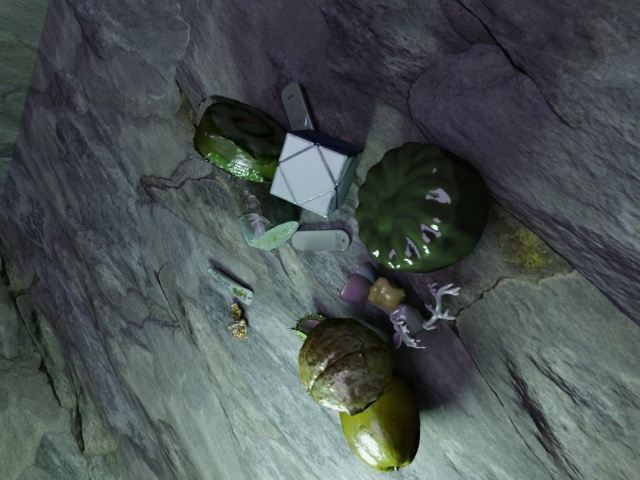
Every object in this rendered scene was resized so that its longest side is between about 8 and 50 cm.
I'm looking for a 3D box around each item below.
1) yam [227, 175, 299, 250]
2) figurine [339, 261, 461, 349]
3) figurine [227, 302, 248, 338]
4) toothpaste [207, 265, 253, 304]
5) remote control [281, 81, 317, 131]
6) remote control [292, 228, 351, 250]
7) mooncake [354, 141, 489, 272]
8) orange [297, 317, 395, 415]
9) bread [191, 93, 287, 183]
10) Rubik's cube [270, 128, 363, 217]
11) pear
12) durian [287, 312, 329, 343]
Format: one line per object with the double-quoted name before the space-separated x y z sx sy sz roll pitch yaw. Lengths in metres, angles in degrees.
"yam" -0.203 -0.130 1.575 0.201 0.202 0.271 -31 77 12
"figurine" 0.219 0.193 1.281 0.316 0.206 0.284 31 156 20
"figurine" -0.347 0.337 1.825 0.101 0.068 0.143 -52 56 25
"toothpaste" -0.382 0.179 1.839 0.255 0.037 0.067 32 114 23
"remote control" -0.056 -0.390 1.514 0.090 0.038 0.309 -20 87 36
"remote control" 0.000 0.000 1.549 0.245 0.022 0.077 -2 99 35
"mooncake" 0.255 -0.086 1.189 0.356 0.194 0.356 -19 64 47
"orange" 0.069 0.342 1.314 0.369 0.271 0.210 -173 70 -75
"bread" -0.265 -0.350 1.462 0.382 0.366 0.129 38 119 10
"Rubik's cube" -0.009 -0.219 1.379 0.205 0.205 0.207 25 112 10
"pear" 0.186 0.541 1.354 0.269 0.269 0.321 -53 35 29
"durian" 0.001 0.352 1.563 0.221 0.137 0.095 42 151 14
